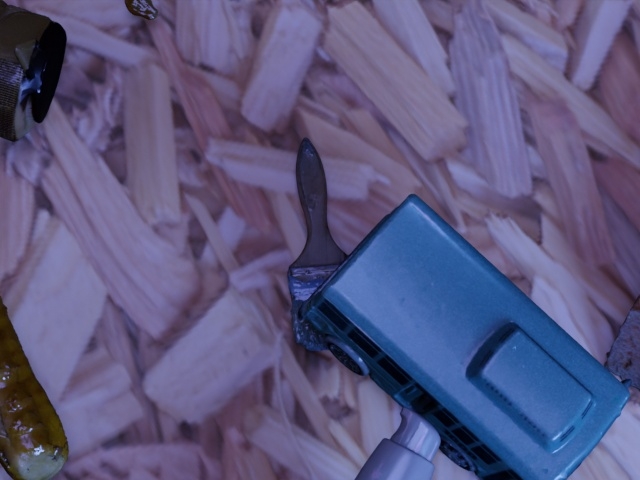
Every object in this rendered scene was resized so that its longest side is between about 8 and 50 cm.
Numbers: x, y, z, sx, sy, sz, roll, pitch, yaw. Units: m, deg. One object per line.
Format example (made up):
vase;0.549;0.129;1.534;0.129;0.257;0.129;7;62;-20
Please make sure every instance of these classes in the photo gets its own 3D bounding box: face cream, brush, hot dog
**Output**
face cream;0.023;0.248;1.304;0.101;0.101;0.251;29;82;8
brush;0.000;0.000;1.452;0.070;0.021;0.196;-5;70;-8
hot dog;-0.288;0.068;1.384;0.068;0.083;0.289;-39;75;22

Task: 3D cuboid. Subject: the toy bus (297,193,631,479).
toy bus;0.119;0.094;1.351;0.256;0.147;0.128;42;76;2

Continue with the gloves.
gloves;-0.387;-0.175;1.437;0.331;0.141;0.154;14;96;-8

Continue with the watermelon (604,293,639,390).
watermelon;0.359;0.043;1.415;0.257;0.140;0.193;-41;69;-7

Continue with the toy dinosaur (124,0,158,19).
toy dinosaur;-0.203;-0.273;1.531;0.162;0.039;0.126;16;72;5
